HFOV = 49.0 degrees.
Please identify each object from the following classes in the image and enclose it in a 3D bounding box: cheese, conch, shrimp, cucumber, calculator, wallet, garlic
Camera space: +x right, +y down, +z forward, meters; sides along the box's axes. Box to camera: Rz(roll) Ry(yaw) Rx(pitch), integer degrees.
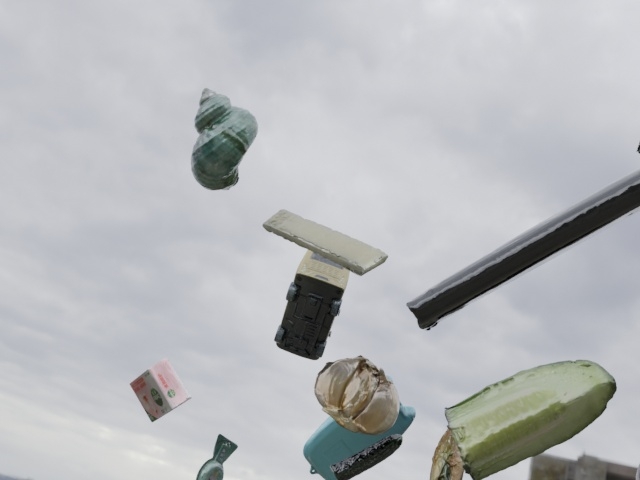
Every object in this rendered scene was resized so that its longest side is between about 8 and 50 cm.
[{"bbox_3d":[-0.198,0.424,1.299,0.026,0.121,0.067,3,-33,39],"label":"cheese"},{"bbox_3d":[-0.258,-0.263,1.837,0.220,0.195,0.277,22,-50,65],"label":"conch"},{"bbox_3d":[0.271,0.514,1.493,0.061,0.267,0.145,26,-23,-6],"label":"shrimp"},{"bbox_3d":[0.132,0.589,1.914,0.058,0.214,0.052,63,-3,-13],"label":"cucumber"},{"bbox_3d":[0.120,0.615,2.223,0.256,0.386,0.054,54,-4,-31],"label":"calculator"},{"bbox_3d":[0.407,0.336,1.357,0.325,0.145,0.105,-29,-55,5],"label":"cucumber"},{"bbox_3d":[0.325,0.014,1.071,0.406,0.062,0.228,-32,-8,10],"label":"wallet"},{"bbox_3d":[0.102,0.406,1.820,0.229,0.178,0.143,31,-13,23],"label":"garlic"},{"bbox_3d":[0.000,-0.003,1.671,0.400,0.085,0.034,26,-37,47],"label":"cheese"}]

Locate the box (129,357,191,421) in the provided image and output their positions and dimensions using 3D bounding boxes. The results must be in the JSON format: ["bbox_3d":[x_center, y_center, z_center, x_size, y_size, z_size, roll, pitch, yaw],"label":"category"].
[{"bbox_3d":[-0.297,0.277,1.294,0.089,0.043,0.125,57,-39,5],"label":"box"}]

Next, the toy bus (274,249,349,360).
[{"bbox_3d":[-0.022,0.208,2.245,0.177,0.202,0.365,20,-49,1],"label":"toy bus"}]

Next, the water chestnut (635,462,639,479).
[{"bbox_3d":[0.874,0.565,1.537,0.350,0.350,0.302,5,-66,25],"label":"water chestnut"}]

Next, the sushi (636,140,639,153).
[{"bbox_3d":[0.595,-0.245,1.120,0.192,0.280,0.043,17,2,-26],"label":"sushi"}]
